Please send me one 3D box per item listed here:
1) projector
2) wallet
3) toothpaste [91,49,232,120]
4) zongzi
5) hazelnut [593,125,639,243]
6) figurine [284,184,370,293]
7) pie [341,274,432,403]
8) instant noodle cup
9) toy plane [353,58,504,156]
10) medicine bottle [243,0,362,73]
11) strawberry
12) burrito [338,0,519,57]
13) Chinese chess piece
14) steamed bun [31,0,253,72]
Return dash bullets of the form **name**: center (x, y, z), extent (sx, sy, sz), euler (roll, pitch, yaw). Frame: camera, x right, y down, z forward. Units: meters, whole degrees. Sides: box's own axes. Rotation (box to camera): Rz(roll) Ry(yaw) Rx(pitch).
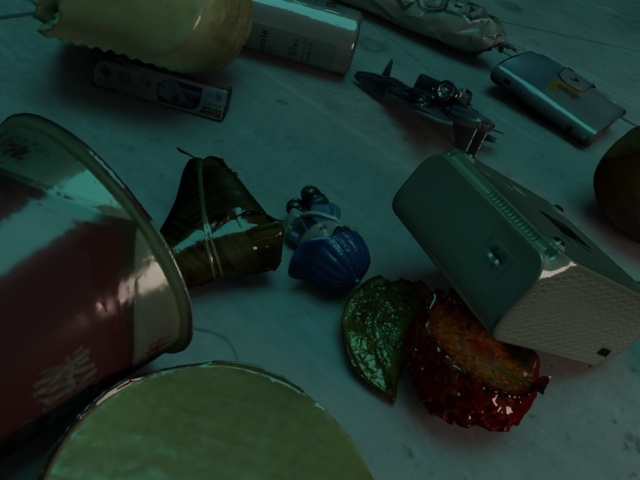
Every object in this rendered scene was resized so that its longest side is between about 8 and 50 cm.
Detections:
- **projector**: center (0.224, 0.016, 0.685), extent (0.250, 0.108, 0.198), euler (18, 28, -39)
- **wallet**: center (0.443, -0.270, 1.196), extent (0.231, 0.069, 0.170), euler (43, 50, 19)
- **toothpaste**: center (-0.228, -0.223, 0.916), extent (0.196, 0.047, 0.040), euler (15, 24, -3)
- **zongzi**: center (-0.157, -0.020, 0.690), extent (0.184, 0.084, 0.187), euler (-19, 45, -23)
- **hazelnut**: center (0.512, -0.076, 0.924), extent (0.214, 0.176, 0.214), euler (1, 79, -6)
- **figurine**: center (0.000, 0.000, 0.728), extent (0.087, 0.086, 0.149), euler (44, 13, -33)
- **pie**: center (0.068, 0.087, 0.678), extent (0.092, 0.034, 0.170), euler (34, 43, 3)
- **instant noodle cup**: center (-0.239, 0.048, 0.480), extent (0.235, 0.234, 0.178), euler (34, 53, 18)
- **toy plane**: center (0.164, -0.237, 1.036), extent (0.267, 0.088, 0.212), euler (40, 22, 28)
- **medicine bottle**: center (-0.110, -0.380, 1.082), extent (0.352, 0.110, 0.110), euler (14, 40, -4)
- **strawberry**: center (0.144, 0.122, 0.621), extent (0.145, 0.086, 0.145), euler (13, 37, -10)
- **burrito**: center (0.214, -0.483, 1.326), extent (0.446, 0.101, 0.139), euler (30, 36, 17)
- **Chinese chess piece**: center (-0.078, 0.203, 0.440), extent (0.250, 0.103, 0.249), euler (11, 40, -9)
- **steamed bun**: center (-0.226, -0.378, 0.871), extent (0.274, 0.272, 0.290), euler (16, 21, -3)
